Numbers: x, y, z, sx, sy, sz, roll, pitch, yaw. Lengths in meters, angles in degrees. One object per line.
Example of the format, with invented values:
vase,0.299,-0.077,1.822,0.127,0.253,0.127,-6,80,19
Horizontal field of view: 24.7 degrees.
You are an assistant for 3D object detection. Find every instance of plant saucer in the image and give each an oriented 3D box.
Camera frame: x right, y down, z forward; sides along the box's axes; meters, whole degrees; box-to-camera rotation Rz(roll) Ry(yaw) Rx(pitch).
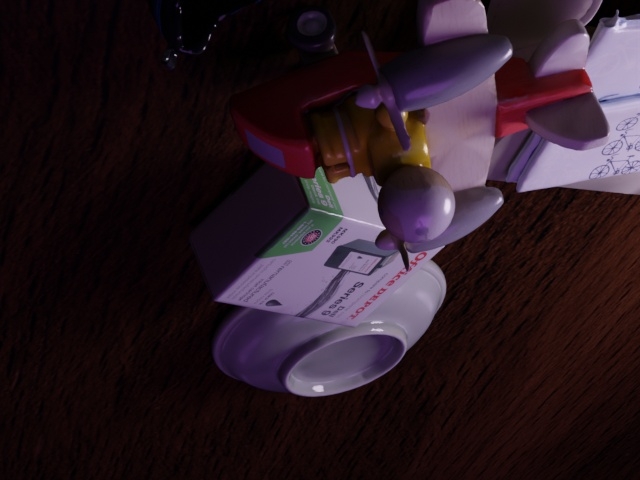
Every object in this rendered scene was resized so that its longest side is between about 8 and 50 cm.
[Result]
plant saucer,0.026,0.161,2.364,0.400,0.100,0.400,-15,151,-8

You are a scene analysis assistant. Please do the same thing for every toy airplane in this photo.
toy airplane,0.138,-0.118,1.661,0.386,0.272,0.384,26,145,-34

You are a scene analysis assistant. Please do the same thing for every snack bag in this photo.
snack bag,0.446,-0.190,1.950,0.323,0.037,0.342,-8,149,-23

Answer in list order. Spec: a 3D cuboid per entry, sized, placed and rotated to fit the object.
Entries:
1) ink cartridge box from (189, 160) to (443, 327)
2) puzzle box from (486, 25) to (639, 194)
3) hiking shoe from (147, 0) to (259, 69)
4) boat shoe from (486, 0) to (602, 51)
ink cartridge box,0.000,0.000,2.031,0.289,0.121,0.211,14,132,-45
puzzle box,0.415,-0.173,2.052,0.409,0.052,0.272,3,142,-39
hiking shoe,-0.063,-0.305,1.459,0.113,0.132,0.304,11,139,-43
boat shoe,0.259,-0.275,1.751,0.117,0.096,0.324,27,138,0
